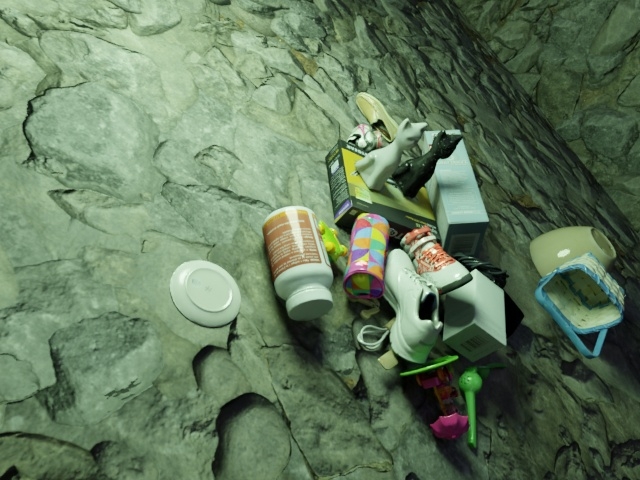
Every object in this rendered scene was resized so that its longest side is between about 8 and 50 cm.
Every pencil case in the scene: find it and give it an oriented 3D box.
[{"bbox_3d":[0.112,0.035,1.234,0.104,0.104,0.236,34,37,-13],"label":"pencil case"}]

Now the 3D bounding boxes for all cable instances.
[{"bbox_3d":[0.416,0.071,1.378,0.150,0.047,0.184,33,-1,24],"label":"cable"}]

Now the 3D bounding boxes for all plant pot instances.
[{"bbox_3d":[0.909,0.059,1.853,0.284,0.191,0.284,23,44,-24],"label":"plant pot"}]

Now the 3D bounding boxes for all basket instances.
[{"bbox_3d":[0.801,0.193,1.631,0.289,0.201,0.255,-33,84,-43],"label":"basket"}]

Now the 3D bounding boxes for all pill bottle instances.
[{"bbox_3d":[-0.044,0.047,1.077,0.121,0.121,0.216,10,51,-36],"label":"pill bottle"}]

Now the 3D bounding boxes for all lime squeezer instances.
[{"bbox_3d":[0.383,0.339,1.249,0.110,0.059,0.310,48,38,4],"label":"lime squeezer"}]

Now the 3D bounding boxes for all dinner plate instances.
[{"bbox_3d":[-0.208,0.093,0.976,0.141,0.017,0.141,23,43,-23],"label":"dinner plate"}]

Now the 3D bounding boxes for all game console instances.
[{"bbox_3d":[0.422,0.197,1.418,0.213,0.044,0.361,52,40,8],"label":"game console"}]

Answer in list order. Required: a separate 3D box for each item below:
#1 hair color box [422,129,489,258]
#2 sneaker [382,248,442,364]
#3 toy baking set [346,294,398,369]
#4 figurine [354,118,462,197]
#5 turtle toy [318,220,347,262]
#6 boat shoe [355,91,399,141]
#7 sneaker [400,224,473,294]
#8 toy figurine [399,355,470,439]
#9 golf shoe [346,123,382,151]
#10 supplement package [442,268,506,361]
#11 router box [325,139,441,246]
[{"bbox_3d":[0.375,-0.131,1.534,0.113,0.185,0.375,-3,50,0],"label":"hair color box"},{"bbox_3d":[0.212,0.125,1.182,0.110,0.129,0.297,13,41,-22],"label":"sneaker"},{"bbox_3d":[0.153,0.188,1.203,0.196,0.030,0.256,9,44,-28],"label":"toy baking set"},{"bbox_3d":[0.228,-0.217,1.347,0.214,0.209,0.092,6,52,-37],"label":"figurine"},{"bbox_3d":[0.000,0.000,1.199,0.130,0.066,0.095,59,18,21],"label":"turtle toy"},{"bbox_3d":[0.181,-0.400,1.718,0.190,0.068,0.072,43,50,-3],"label":"boat shoe"},{"bbox_3d":[0.263,0.041,1.259,0.270,0.090,0.145,-173,-121,-84],"label":"sneaker"},{"bbox_3d":[0.260,0.339,1.124,0.173,0.130,0.159,12,59,-67],"label":"toy figurine"},{"bbox_3d":[0.113,-0.300,1.528,0.085,0.068,0.186,-3,18,-13],"label":"golf shoe"},{"bbox_3d":[0.371,0.180,1.271,0.105,0.105,0.179,35,41,-14],"label":"supplement package"},{"bbox_3d":[0.169,-0.116,1.439,0.308,0.081,0.243,18,46,-30],"label":"router box"}]
